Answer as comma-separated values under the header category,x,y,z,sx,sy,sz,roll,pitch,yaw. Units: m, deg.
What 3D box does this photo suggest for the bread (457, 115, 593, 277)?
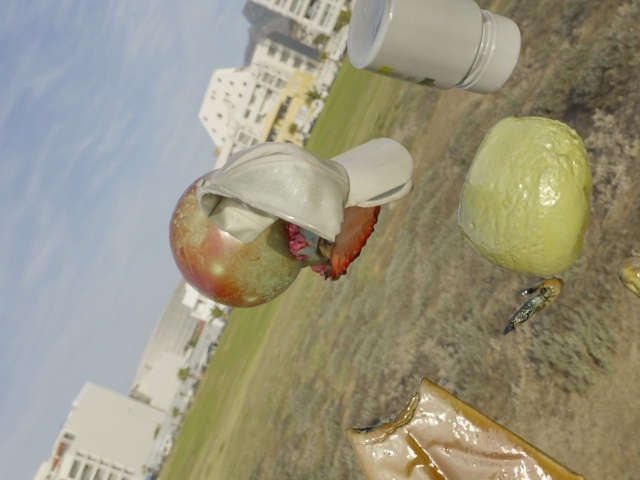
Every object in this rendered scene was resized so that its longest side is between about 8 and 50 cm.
category,x,y,z,sx,sy,sz,roll,pitch,yaw
bread,0.418,-0.082,1.251,0.320,0.238,0.320,-45,-33,-41

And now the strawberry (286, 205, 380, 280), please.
category,x,y,z,sx,sy,sz,roll,pitch,yaw
strawberry,0.017,-0.041,1.086,0.236,0.111,0.190,-32,-47,-58

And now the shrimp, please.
category,x,y,z,sx,sy,sz,roll,pitch,yaw
shrimp,0.620,0.196,1.936,0.262,0.198,0.051,-46,51,23

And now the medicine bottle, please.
category,x,y,z,sx,sy,sz,roll,pitch,yaw
medicine bottle,0.250,-0.444,1.401,0.208,0.340,0.208,-171,90,-68

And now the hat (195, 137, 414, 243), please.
category,x,y,z,sx,sy,sz,roll,pitch,yaw
hat,-0.015,-0.083,0.735,0.220,0.164,0.226,-3,44,55

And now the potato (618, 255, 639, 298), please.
category,x,y,z,sx,sy,sz,roll,pitch,yaw
potato,0.716,0.091,1.376,0.080,0.171,0.107,-53,28,35

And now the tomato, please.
category,x,y,z,sx,sy,sz,roll,pitch,yaw
tomato,-0.138,-0.011,1.184,0.223,0.270,0.270,-22,34,33

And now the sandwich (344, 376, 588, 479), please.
category,x,y,z,sx,sy,sz,roll,pitch,yaw
sandwich,0.173,0.255,0.745,0.245,0.211,0.063,-23,-7,1
